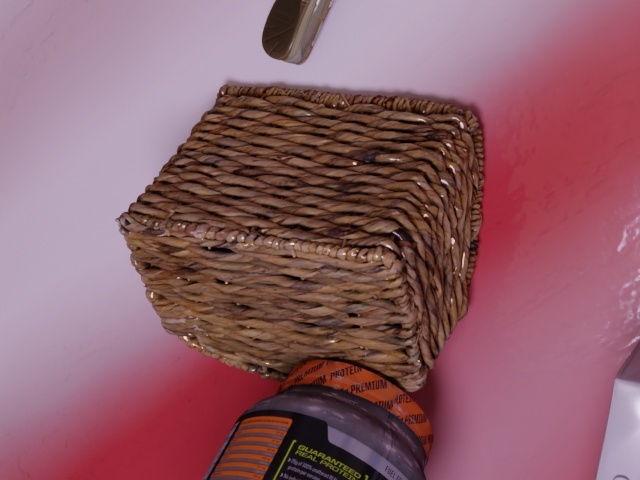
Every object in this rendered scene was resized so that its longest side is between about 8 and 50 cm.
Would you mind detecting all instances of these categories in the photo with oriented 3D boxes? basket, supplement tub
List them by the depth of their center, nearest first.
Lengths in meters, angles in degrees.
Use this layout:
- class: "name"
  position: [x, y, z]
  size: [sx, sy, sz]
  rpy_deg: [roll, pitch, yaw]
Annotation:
- class: "supplement tub"
  position: [-0.028, 0.268, 0.819]
  size: [0.194, 0.316, 0.193]
  rpy_deg: [19, 142, 16]
- class: "basket"
  position: [0.000, 0.000, 0.942]
  size: [0.299, 0.223, 0.213]
  rpy_deg: [7, 136, 26]

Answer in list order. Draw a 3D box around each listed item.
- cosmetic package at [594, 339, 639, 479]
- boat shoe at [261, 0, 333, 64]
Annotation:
- class: "cosmetic package"
  position: [0.406, 0.226, 0.737]
  size: [0.385, 0.156, 0.217]
  rpy_deg: [11, 106, 24]
- class: "boat shoe"
  position: [-0.005, -0.243, 0.933]
  size: [0.056, 0.048, 0.153]
  rpy_deg: [31, 106, 32]
